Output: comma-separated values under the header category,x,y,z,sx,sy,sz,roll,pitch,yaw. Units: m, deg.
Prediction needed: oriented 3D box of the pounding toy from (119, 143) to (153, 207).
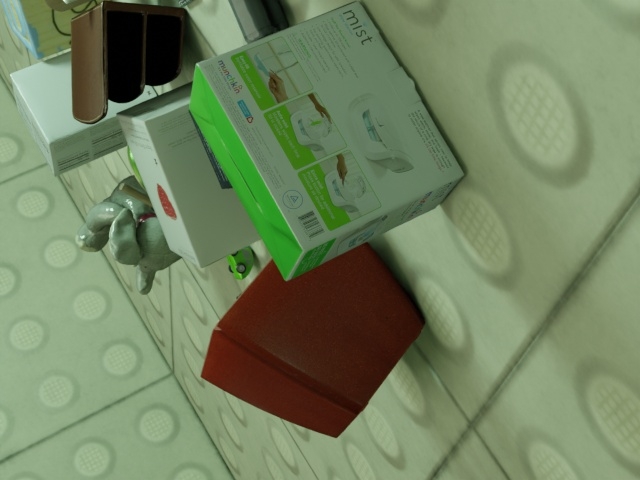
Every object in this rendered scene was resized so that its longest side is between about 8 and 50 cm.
category,x,y,z,sx,sy,sz,roll,pitch,yaw
pounding toy,-0.304,-0.157,2.157,0.183,0.110,0.236,42,-147,-32

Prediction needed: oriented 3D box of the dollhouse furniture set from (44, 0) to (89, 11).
category,x,y,z,sx,sy,sz,roll,pitch,yaw
dollhouse furniture set,-0.584,-0.639,1.912,0.362,0.257,0.394,56,169,51

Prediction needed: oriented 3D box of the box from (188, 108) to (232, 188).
category,x,y,z,sx,sy,sz,roll,pitch,yaw
box,-0.115,-0.174,1.680,0.207,0.108,0.153,4,118,67

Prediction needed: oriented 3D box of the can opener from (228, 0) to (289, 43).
category,x,y,z,sx,sy,sz,roll,pitch,yaw
can opener,-0.064,-0.317,1.467,0.095,0.076,0.283,-19,98,38

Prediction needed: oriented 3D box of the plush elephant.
category,x,y,z,sx,sy,sz,roll,pitch,yaw
plush elephant,-0.377,-0.008,2.304,0.330,0.272,0.255,119,149,-42

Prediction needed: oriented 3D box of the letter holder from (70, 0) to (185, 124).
category,x,y,z,sx,sy,sz,roll,pitch,yaw
letter holder,-0.374,-0.325,1.972,0.302,0.152,0.214,-168,79,-66

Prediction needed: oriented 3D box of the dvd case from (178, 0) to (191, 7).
category,x,y,z,sx,sy,sz,roll,pitch,yaw
dvd case,-0.250,-0.469,1.796,0.119,0.013,0.087,66,160,-10

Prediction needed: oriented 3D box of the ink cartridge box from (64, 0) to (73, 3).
category,x,y,z,sx,sy,sz,roll,pitch,yaw
ink cartridge box,-0.240,-0.474,1.329,0.131,0.306,0.226,44,152,42

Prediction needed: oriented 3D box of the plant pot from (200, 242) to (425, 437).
category,x,y,z,sx,sy,sz,roll,pitch,yaw
plant pot,0.000,0.144,1.573,0.236,0.267,0.267,37,156,5

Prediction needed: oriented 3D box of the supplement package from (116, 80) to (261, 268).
category,x,y,z,sx,sy,sz,roll,pitch,yaw
supplement package,-0.227,-0.126,1.919,0.177,0.175,0.292,22,135,61

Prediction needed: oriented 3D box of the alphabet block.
category,x,y,z,sx,sy,sz,roll,pitch,yaw
alphabet block,-0.587,-0.542,2.279,0.193,0.197,0.192,46,155,41

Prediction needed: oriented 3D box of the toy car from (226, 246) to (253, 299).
category,x,y,z,sx,sy,sz,roll,pitch,yaw
toy car,-0.143,0.088,2.159,0.239,0.053,0.224,0,115,67

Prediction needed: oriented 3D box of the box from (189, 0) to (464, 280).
category,x,y,z,sx,sy,sz,roll,pitch,yaw
box,0.004,-0.125,1.261,0.262,0.231,0.127,59,159,11

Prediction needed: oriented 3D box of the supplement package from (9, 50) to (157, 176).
category,x,y,z,sx,sy,sz,roll,pitch,yaw
supplement package,-0.521,-0.304,2.307,0.204,0.262,0.145,57,159,19
